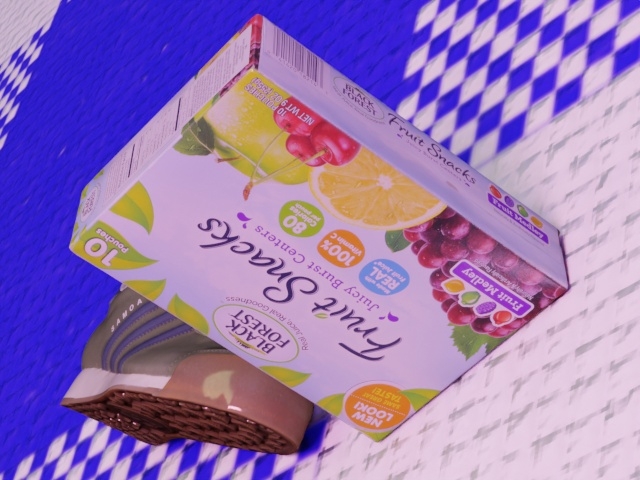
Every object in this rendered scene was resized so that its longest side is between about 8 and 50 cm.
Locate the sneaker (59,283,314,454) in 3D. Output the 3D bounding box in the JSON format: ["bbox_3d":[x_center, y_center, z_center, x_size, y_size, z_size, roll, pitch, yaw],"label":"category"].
[{"bbox_3d":[-0.051,0.038,0.803,0.192,0.064,0.086,-9,56,63],"label":"sneaker"}]

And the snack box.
[{"bbox_3d":[0.000,0.000,0.660,0.100,0.141,0.037,-42,28,30],"label":"snack box"}]
